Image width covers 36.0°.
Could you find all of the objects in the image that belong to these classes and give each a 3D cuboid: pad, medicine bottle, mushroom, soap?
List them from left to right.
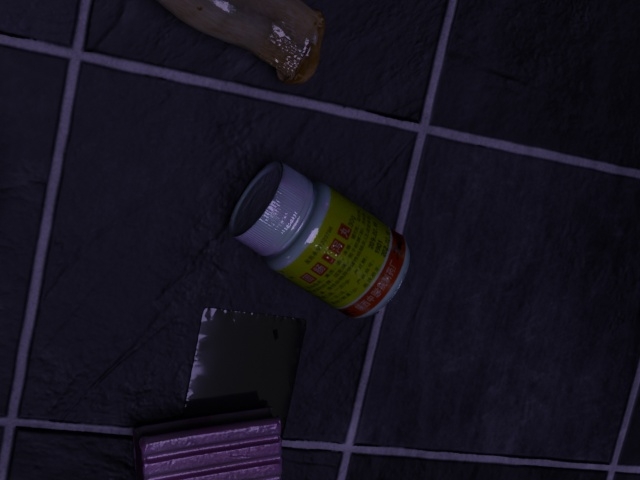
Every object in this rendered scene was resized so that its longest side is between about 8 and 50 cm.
[{"bbox_3d":[-0.157,0.310,1.391,0.203,0.065,0.122,-5,102,-19],"label":"soap"},{"bbox_3d":[-0.141,-0.325,1.250,0.351,0.095,0.122,34,70,-24],"label":"mushroom"},{"bbox_3d":[-0.119,0.231,1.430,0.160,0.009,0.264,10,97,-21],"label":"pad"},{"bbox_3d":[0.000,0.000,1.346,0.225,0.139,0.139,33,90,-23],"label":"medicine bottle"}]
